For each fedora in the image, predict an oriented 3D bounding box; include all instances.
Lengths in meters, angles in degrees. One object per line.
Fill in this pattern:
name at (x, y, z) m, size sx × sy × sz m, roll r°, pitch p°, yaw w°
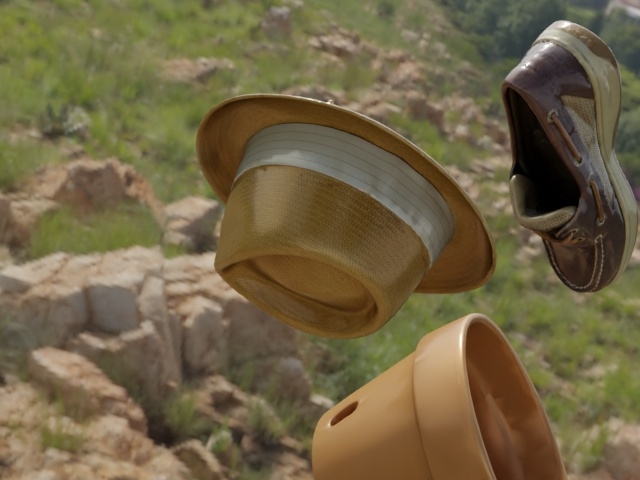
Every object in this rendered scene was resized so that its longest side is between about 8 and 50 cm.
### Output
fedora at (0.000, 0.000, 0.644) m, size 0.194 × 0.194 × 0.079 m, roll 25°, pitch 64°, yaw 10°

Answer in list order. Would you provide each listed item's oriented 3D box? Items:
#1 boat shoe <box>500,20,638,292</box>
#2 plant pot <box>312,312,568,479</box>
boat shoe at (0.240, -0.055, 1.169) m, size 0.123 × 0.342 × 0.123 m, roll -40°, pitch 51°, yaw -22°
plant pot at (0.126, 0.248, 1.222) m, size 0.291 × 0.203 × 0.291 m, roll 50°, pitch 27°, yaw -37°
